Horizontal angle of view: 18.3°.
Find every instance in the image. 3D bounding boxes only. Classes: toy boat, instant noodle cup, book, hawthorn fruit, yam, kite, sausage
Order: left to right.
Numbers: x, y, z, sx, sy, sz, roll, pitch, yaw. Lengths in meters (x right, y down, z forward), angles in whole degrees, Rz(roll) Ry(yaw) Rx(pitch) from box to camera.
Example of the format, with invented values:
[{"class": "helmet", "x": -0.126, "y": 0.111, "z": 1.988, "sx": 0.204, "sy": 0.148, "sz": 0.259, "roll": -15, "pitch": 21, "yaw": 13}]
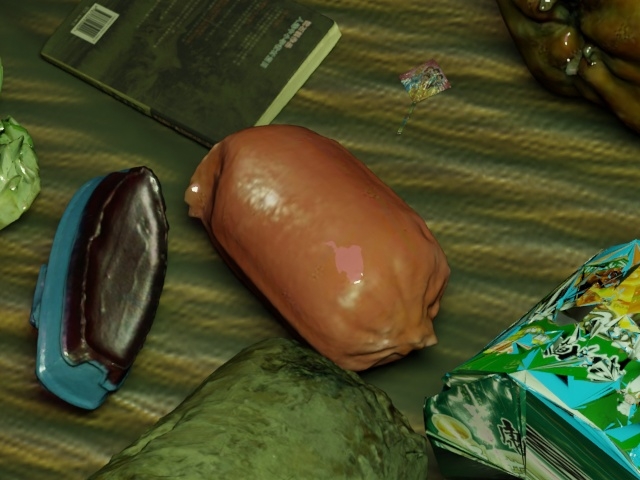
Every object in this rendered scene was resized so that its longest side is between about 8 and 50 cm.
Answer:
[{"class": "toy boat", "x": -0.182, "y": 0.034, "z": 1.604, "sx": 0.097, "sy": 0.100, "sz": 0.223, "roll": -27, "pitch": 41, "yaw": 38}, {"class": "book", "x": -0.116, "y": -0.176, "z": 1.754, "sx": 0.228, "sy": 0.024, "sz": 0.160, "roll": 29, "pitch": 68, "yaw": 26}, {"class": "yam", "x": -0.054, "y": 0.195, "z": 1.360, "sx": 0.195, "sy": 0.195, "sz": 0.300, "roll": 15, "pitch": 24, "yaw": 20}, {"class": "sausage", "x": 0.000, "y": 0.000, "z": 1.550, "sx": 0.148, "sy": 0.148, "sz": 0.254, "roll": -34, "pitch": 57, "yaw": -10}, {"class": "kite", "x": 0.078, "y": -0.126, "z": 1.695, "sx": 0.078, "sy": 0.002, "sz": 0.044, "roll": -43, "pitch": 60, "yaw": -16}, {"class": "instant noodle cup", "x": 0.213, "y": 0.122, "z": 1.390, "sx": 0.240, "sy": 0.240, "sz": 0.178, "roll": 32, "pitch": 62, "yaw": 27}, {"class": "hawthorn fruit", "x": 0.295, "y": -0.236, "z": 1.576, "sx": 0.301, "sy": 0.267, "sz": 0.268, "roll": -40, "pitch": 59, "yaw": -16}]

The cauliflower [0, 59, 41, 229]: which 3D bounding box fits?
[{"class": "cauliflower", "x": -0.355, "y": -0.090, "z": 1.663, "sx": 0.275, "sy": 0.250, "sz": 0.272, "roll": -59, "pitch": 17, "yaw": 9}]
